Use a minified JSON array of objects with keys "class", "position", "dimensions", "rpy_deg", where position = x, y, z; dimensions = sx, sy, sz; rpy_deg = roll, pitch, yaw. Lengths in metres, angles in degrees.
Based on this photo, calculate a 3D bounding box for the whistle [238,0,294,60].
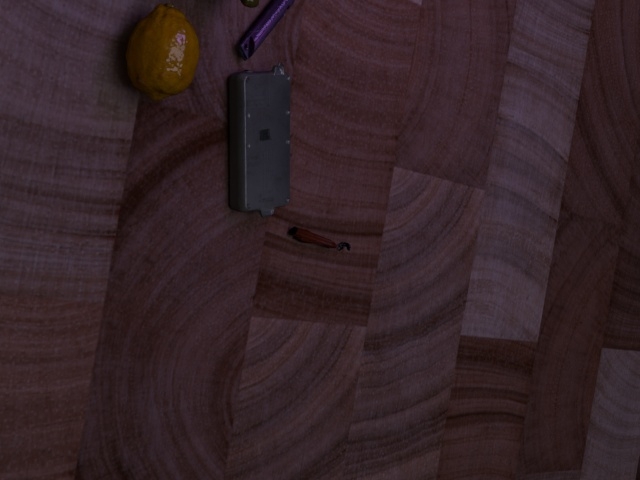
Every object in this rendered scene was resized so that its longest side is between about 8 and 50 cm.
[{"class":"whistle","position":[-0.091,-0.386,1.981],"dimensions":[0.176,0.033,0.033],"rpy_deg":[-55,132,-24]}]

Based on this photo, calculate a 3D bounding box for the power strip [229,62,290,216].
[{"class":"power strip","position":[-0.106,-0.177,1.991],"dimensions":[0.118,0.046,0.270],"rpy_deg":[-10,106,-43]}]

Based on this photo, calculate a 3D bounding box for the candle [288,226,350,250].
[{"class":"candle","position":[-0.001,0.000,2.158],"dimensions":[0.167,0.021,0.026],"rpy_deg":[18,110,-49]}]

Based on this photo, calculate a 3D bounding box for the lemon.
[{"class":"lemon","position":[-0.247,-0.295,1.769],"dimensions":[0.114,0.114,0.155],"rpy_deg":[7,91,-48]}]

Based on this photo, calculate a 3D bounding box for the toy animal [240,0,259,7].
[{"class":"toy animal","position":[-0.095,-0.525,1.727],"dimensions":[0.181,0.363,0.180],"rpy_deg":[38,63,-3]}]
